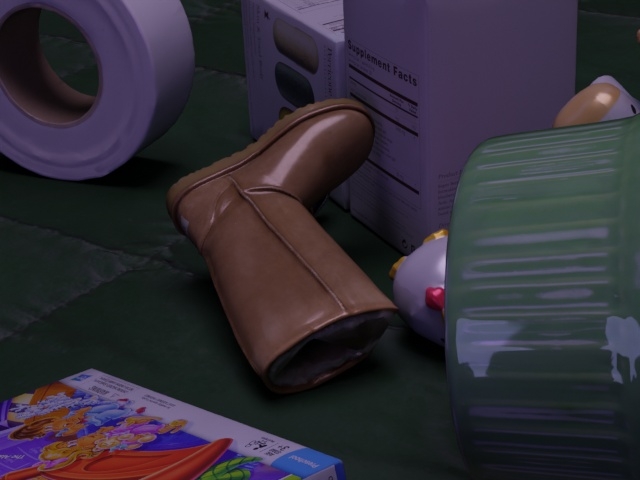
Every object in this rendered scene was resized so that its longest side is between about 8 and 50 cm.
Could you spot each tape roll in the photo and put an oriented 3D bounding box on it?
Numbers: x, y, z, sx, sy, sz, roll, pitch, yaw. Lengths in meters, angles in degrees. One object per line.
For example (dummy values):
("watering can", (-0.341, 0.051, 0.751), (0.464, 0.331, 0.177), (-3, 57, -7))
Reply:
("tape roll", (-0.292, -0.217, 1.666), (0.286, 0.286, 0.100), (8, 28, 22))

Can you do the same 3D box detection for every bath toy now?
("bath toy", (0.203, -0.027, 1.235), (0.151, 0.348, 0.129), (20, 31, -51))

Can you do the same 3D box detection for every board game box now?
("board game box", (-0.169, 0.185, 0.953), (0.233, 0.078, 0.347), (-20, 16, -32))

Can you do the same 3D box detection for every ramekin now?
("ramekin", (0.191, 0.057, 1.038), (0.148, 0.303, 0.303), (-2, 24, 19))

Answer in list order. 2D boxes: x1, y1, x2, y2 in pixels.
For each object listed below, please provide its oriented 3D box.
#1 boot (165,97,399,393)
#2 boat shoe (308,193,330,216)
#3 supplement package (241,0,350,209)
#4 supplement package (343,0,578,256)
("boot", (0.000, 0.000, 1.332), (0.236, 0.089, 0.269), (-31, 42, -7))
("boat shoe", (-0.027, -0.014, 1.476), (0.083, 0.065, 0.183), (20, 40, 31))
("supplement package", (0.051, -0.189, 1.667), (0.198, 0.199, 0.262), (-14, 28, -22))
("supplement package", (0.139, -0.148, 1.463), (0.177, 0.293, 0.175), (-14, 28, -23))
